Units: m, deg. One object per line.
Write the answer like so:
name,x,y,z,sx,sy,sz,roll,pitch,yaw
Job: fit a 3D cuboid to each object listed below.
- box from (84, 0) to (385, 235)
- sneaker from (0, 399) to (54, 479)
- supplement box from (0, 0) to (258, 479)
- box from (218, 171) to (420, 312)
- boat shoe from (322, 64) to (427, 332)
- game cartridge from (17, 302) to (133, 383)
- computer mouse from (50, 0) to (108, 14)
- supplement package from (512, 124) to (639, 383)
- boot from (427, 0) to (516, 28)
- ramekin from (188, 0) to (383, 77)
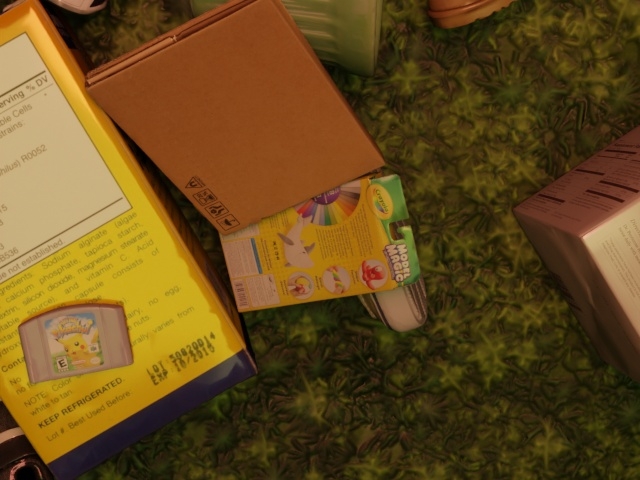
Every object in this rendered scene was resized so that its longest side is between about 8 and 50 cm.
box,-0.062,-0.095,0.825,0.164,0.021,0.201,-23,135,17
sneaker,-0.289,0.250,0.932,0.079,0.121,0.217,-7,131,-28
supplement box,-0.229,-0.008,0.901,0.194,0.195,0.356,-30,103,-3
box,0.000,0.000,0.925,0.179,0.043,0.105,-9,100,24
boat shoe,0.010,-0.044,0.989,0.094,0.109,0.302,-23,97,19
game cartridge,-0.194,0.079,0.813,0.083,0.017,0.056,-11,97,-6
computer mouse,-0.190,-0.243,0.875,0.106,0.193,0.042,30,117,-11
supplement package,0.368,-0.010,0.983,0.262,0.198,0.199,-34,101,-1
boot,0.139,-0.363,0.932,0.236,0.089,0.269,-38,114,-14
ramekin,-0.018,-0.290,0.838,0.148,0.303,0.303,4,98,4
